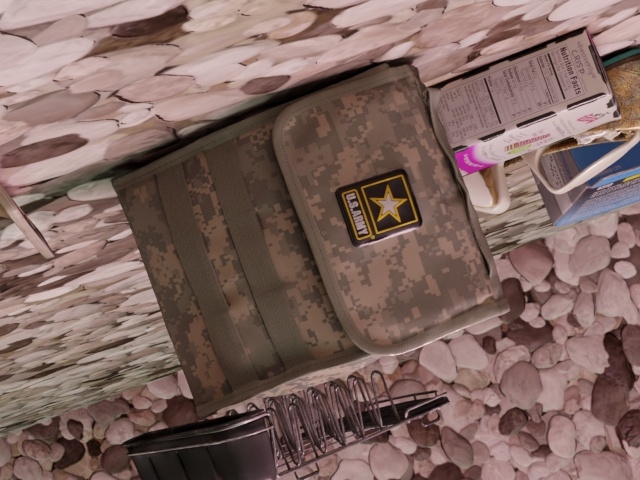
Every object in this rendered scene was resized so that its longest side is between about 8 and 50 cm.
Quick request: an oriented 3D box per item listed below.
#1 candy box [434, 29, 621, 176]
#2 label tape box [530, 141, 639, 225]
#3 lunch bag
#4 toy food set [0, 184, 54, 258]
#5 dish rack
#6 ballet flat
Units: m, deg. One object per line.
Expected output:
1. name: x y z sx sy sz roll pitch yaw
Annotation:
1. candy box: 0.170 -0.121 1.502 0.233 0.071 0.159 -20 172 12
2. label tape box: 0.408 -0.125 1.893 0.241 0.105 0.333 -19 171 -4
3. lunch bag: 0.000 0.000 1.337 0.287 0.235 0.169 -22 175 22
4. toy food set: -0.372 0.029 1.204 0.306 0.092 0.220 -18 172 -5
5. dish rack: -0.023 0.173 1.426 0.272 0.074 0.208 -16 180 -37
6. ballet flat: 0.208 -0.092 1.634 0.349 0.123 0.123 -21 172 18
